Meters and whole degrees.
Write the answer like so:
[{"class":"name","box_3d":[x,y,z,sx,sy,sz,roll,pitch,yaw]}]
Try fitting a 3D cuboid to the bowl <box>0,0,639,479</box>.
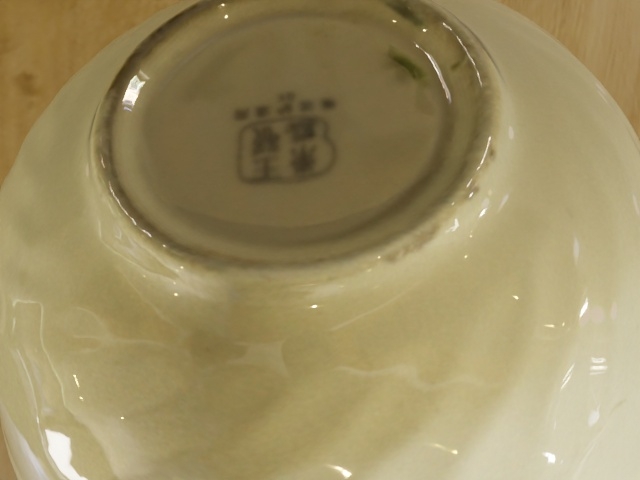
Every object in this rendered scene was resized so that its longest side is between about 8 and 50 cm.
[{"class":"bowl","box_3d":[0.000,0.000,0.488,0.277,0.277,0.145,2,143,9]}]
